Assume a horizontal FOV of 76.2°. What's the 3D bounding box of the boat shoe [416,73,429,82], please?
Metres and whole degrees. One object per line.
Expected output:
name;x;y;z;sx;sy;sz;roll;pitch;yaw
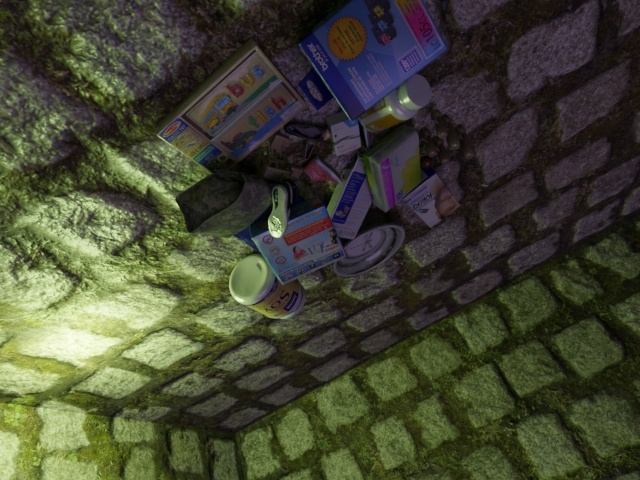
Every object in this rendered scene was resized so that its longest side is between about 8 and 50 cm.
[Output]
boat shoe;0.289;-0.576;1.372;0.089;0.109;0.258;-46;155;16

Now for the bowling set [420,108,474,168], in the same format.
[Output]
bowling set;0.469;-0.403;1.658;0.200;0.154;0.287;-27;149;35

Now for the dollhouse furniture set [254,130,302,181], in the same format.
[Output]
dollhouse furniture set;-0.113;-0.289;1.475;0.182;0.101;0.161;8;132;-36

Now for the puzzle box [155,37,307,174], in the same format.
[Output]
puzzle box;-0.276;-0.397;1.295;0.409;0.052;0.272;-36;141;15

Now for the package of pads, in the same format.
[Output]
package of pads;0.300;-0.289;1.649;0.229;0.101;0.296;-41;144;-14

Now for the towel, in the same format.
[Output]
towel;-0.215;-0.106;1.633;0.308;0.076;0.228;-39;131;15

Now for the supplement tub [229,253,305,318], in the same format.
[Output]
supplement tub;-0.238;0.227;1.917;0.241;0.241;0.331;-34;142;12

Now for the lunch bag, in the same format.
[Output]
lunch bag;-0.312;-0.143;1.432;0.287;0.168;0.235;-29;166;17

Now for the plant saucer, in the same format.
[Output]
plant saucer;0.222;0.025;2.023;0.401;0.100;0.400;-21;148;-14

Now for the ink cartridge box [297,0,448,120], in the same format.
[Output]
ink cartridge box;0.118;-0.543;1.180;0.396;0.151;0.270;-34;115;15

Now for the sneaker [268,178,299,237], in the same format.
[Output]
sneaker;-0.123;-0.119;1.490;0.121;0.079;0.216;-43;151;-49

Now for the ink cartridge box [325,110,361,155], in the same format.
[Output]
ink cartridge box;0.089;-0.384;1.506;0.104;0.060;0.180;-22;143;-4

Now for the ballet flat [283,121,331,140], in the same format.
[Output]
ballet flat;-0.045;-0.376;1.424;0.173;0.049;0.057;5;117;-17

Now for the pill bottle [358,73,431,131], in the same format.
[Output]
pill bottle;0.240;-0.452;1.343;0.137;0.136;0.246;0;179;-29

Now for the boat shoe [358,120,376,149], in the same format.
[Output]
boat shoe;0.183;-0.415;1.516;0.066;0.066;0.183;-24;143;-3

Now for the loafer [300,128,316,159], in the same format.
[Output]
loafer;-0.036;-0.352;1.491;0.045;0.039;0.125;0;137;-28

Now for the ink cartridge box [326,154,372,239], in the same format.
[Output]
ink cartridge box;0.138;-0.181;1.734;0.176;0.069;0.370;9;117;-36

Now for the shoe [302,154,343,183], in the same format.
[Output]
shoe;0.009;-0.261;1.614;0.081;0.063;0.178;-38;136;19

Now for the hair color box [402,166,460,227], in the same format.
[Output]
hair color box;0.504;-0.209;1.913;0.185;0.110;0.339;-39;142;17

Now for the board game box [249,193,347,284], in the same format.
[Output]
board game box;-0.084;0.005;1.659;0.309;0.086;0.301;-24;132;2

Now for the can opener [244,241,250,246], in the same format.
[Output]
can opener;-0.192;-0.029;1.765;0.281;0.093;0.074;-13;140;-7
